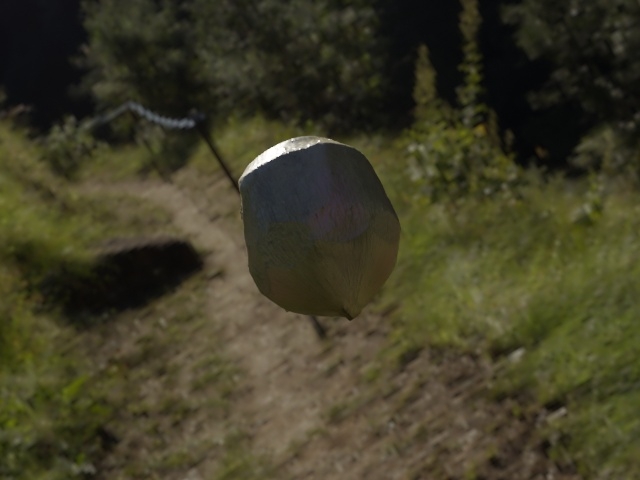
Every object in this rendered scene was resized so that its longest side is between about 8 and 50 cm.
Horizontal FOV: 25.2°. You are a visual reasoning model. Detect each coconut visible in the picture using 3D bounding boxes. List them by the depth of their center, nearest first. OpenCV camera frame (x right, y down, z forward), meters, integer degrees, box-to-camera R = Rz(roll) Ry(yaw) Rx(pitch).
[{"bbox_3d":[0.000,0.000,0.937,0.110,0.124,0.110,-13,-29,-8],"label":"coconut"}]
